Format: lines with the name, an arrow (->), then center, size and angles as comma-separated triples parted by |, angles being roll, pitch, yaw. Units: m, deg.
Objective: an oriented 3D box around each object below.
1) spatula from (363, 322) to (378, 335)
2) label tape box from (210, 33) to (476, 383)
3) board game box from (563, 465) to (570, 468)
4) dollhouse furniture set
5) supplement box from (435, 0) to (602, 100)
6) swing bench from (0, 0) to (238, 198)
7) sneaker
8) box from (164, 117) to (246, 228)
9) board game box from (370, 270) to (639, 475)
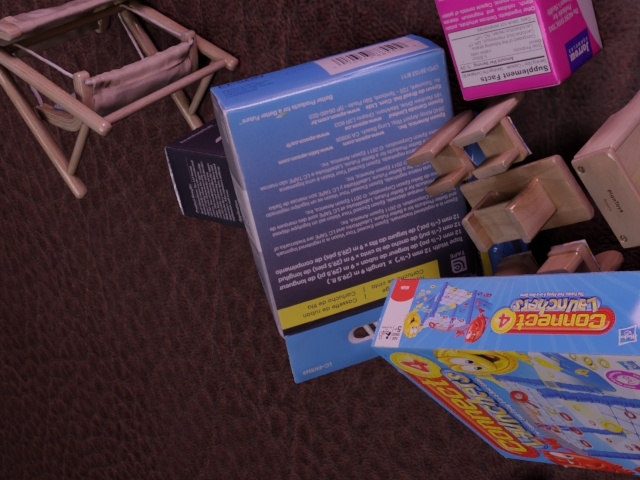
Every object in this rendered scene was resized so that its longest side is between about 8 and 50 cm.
spatula -> 0.074, 0.112, 1.190 | 0.242, 0.019, 0.168 | 52, 163, -17
label tape box -> 0.037, -0.035, 1.014 | 0.115, 0.249, 0.348 | -125, 20, -61
board game box -> 0.355, 0.181, 1.049 | 0.145, 0.027, 0.281 | 51, 139, 0
dollhouse furniture set -> 0.254, -0.064, 0.880 | 0.212, 0.161, 0.242 | 55, 148, -12
supplement box -> 0.178, -0.262, 0.840 | 0.113, 0.111, 0.220 | -1, 117, 42
swing bench -> -0.301, -0.237, 1.188 | 0.255, 0.253, 0.165 | 46, 138, 7
sneaker -> 0.209, -0.052, 1.005 | 0.082, 0.069, 0.210 | -11, 102, 8
box -> -0.076, -0.097, 1.157 | 0.207, 0.153, 0.108 | 13, 126, 38
board game box -> 0.263, 0.149, 0.920 | 0.301, 0.086, 0.308 | -5, 144, 44
